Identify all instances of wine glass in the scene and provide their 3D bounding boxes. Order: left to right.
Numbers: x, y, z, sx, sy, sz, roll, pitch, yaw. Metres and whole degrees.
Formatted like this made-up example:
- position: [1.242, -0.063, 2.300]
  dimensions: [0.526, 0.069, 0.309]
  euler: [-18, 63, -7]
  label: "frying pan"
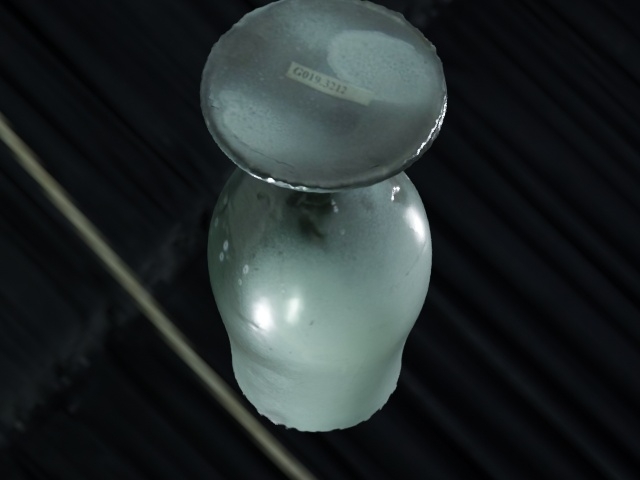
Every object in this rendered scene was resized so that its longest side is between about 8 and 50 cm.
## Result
- position: [0.000, 0.000, 0.680]
  dimensions: [0.093, 0.093, 0.202]
  euler: [-46, 160, -24]
  label: "wine glass"
